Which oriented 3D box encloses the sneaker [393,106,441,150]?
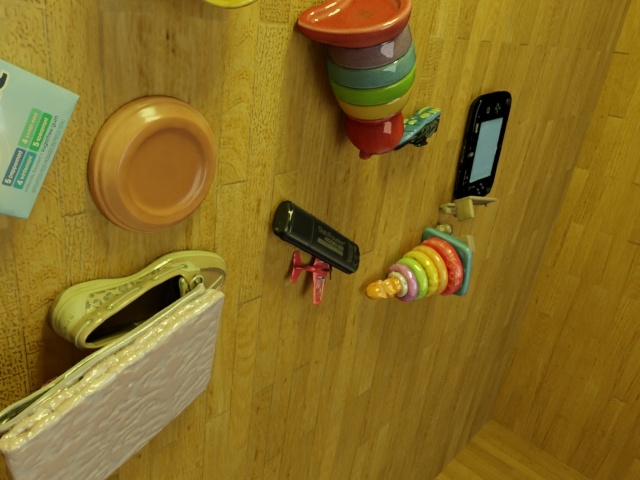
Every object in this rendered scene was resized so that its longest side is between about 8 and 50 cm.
[{"bbox_3d":[0.216,-0.241,1.200,0.188,0.067,0.078,-36,131,-38],"label":"sneaker"}]

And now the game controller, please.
[{"bbox_3d":[0.457,-0.259,1.505,0.166,0.067,0.320,-26,130,-42],"label":"game controller"}]

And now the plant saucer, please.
[{"bbox_3d":[-0.222,-0.100,0.747,0.200,0.037,0.200,-30,133,-38],"label":"plant saucer"}]

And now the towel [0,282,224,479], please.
[{"bbox_3d":[-0.287,0.240,0.773,0.331,0.053,0.317,-36,156,-40],"label":"towel"}]

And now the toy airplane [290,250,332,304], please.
[{"bbox_3d":[-0.017,0.062,1.119,0.151,0.028,0.151,-15,108,-55],"label":"toy airplane"}]

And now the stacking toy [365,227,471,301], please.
[{"bbox_3d":[0.239,0.099,1.398,0.301,0.175,0.166,-20,124,-31],"label":"stacking toy"}]

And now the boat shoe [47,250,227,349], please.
[{"bbox_3d":[-0.244,0.092,0.793,0.285,0.089,0.105,-21,127,-45],"label":"boat shoe"}]

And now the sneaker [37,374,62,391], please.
[{"bbox_3d":[-0.348,0.219,0.769,0.119,0.057,0.047,-20,129,-43],"label":"sneaker"}]

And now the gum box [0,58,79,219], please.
[{"bbox_3d":[-0.366,-0.118,0.543,0.184,0.041,0.157,21,94,-54],"label":"gum box"}]

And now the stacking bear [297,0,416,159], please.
[{"bbox_3d":[0.088,-0.278,0.944,0.175,0.164,0.289,-46,146,-24],"label":"stacking bear"}]

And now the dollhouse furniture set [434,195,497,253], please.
[{"bbox_3d":[0.415,-0.033,1.510,0.123,0.144,0.151,-1,81,-38],"label":"dollhouse furniture set"}]

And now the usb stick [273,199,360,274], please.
[{"bbox_3d":[0.000,0.000,1.072,0.278,0.045,0.077,30,59,-52],"label":"usb stick"}]

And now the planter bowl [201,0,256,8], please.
[{"bbox_3d":[-0.134,-0.395,0.626,0.217,0.090,0.217,-30,133,-38],"label":"planter bowl"}]
